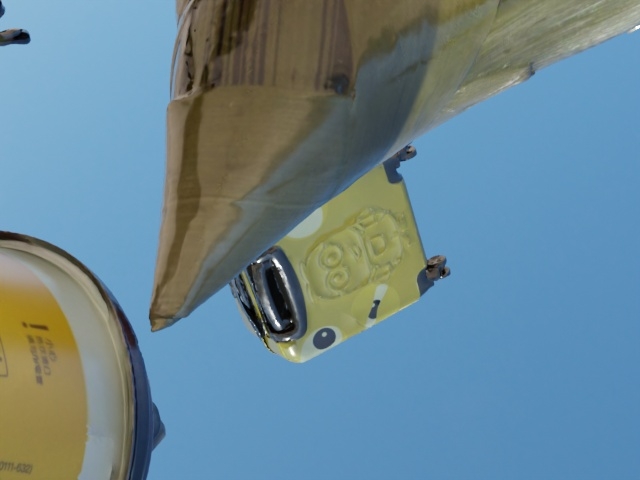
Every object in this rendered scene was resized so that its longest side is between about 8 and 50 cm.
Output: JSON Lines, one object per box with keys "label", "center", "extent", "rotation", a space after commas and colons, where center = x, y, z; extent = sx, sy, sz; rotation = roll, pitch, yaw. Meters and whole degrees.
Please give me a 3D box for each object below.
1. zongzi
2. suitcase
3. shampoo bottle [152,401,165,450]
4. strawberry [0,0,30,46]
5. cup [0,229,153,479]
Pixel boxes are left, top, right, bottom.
{"label": "zongzi", "center": [0.056, -0.082, 0.688], "extent": [0.274, 0.145, 0.300], "rotation": [-2, -125, 5]}
{"label": "suitcase", "center": [0.000, 0.000, 1.448], "extent": [0.235, 0.193, 0.143], "rotation": [-27, -153, -20]}
{"label": "shampoo bottle", "center": [-0.213, 0.160, 1.100], "extent": [0.246, 0.080, 0.079], "rotation": [-18, -157, 47]}
{"label": "strawberry", "center": [-0.234, -0.131, 0.584], "extent": [0.167, 0.208, 0.087], "rotation": [-37, -121, -13]}
{"label": "cup", "center": [-0.205, 0.073, 0.551], "extent": [0.196, 0.280, 0.196], "rotation": [-5, -103, 25]}
